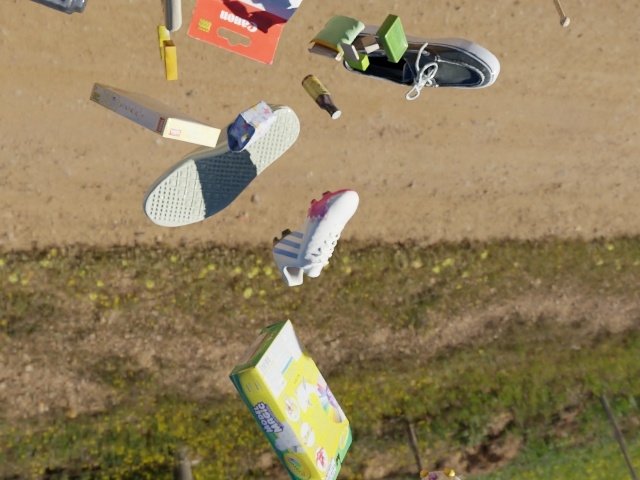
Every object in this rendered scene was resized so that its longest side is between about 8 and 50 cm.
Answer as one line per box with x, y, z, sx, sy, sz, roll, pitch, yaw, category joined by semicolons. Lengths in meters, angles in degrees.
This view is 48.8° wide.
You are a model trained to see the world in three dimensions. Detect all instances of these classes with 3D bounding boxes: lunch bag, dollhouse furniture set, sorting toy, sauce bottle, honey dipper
-0.128;-0.200;1.256;0.071;0.053;0.083;-44;176;-44;lunch bag
0.045;-0.294;0.999;0.076;0.151;0.058;-56;146;-13;dollhouse furniture set
0.166;0.377;1.053;0.083;0.045;0.075;-17;180;31;sorting toy
-0.261;-0.449;1.203;0.041;0.229;0.307;-8;128;-17;sorting toy
0.004;-0.342;1.684;0.042;0.128;0.042;-32;159;-14;sauce bottle
0.445;-0.462;1.345;0.030;0.161;0.030;-2;144;-1;honey dipper

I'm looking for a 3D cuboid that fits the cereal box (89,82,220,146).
-0.362;-0.276;1.551;0.173;0.240;0.047;1;114;-59;cereal box

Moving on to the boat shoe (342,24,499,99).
0.194;-0.345;1.400;0.306;0.105;0.113;19;148;10;boat shoe

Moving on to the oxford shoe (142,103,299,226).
-0.252;-0.193;1.772;0.449;0.130;0.169;-39;127;-12;oxford shoe

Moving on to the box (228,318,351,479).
-0.026;0.193;0.807;0.043;0.179;0.105;-23;-166;28;box

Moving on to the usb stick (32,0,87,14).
-0.374;-0.310;0.718;0.278;0.077;0.045;17;163;-18;usb stick

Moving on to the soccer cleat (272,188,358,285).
0.000;0.000;1.700;0.116;0.143;0.331;-4;156;-37;soccer cleat

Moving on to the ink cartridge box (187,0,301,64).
-0.097;-0.358;1.015;0.145;0.045;0.179;13;102;-32;ink cartridge box
